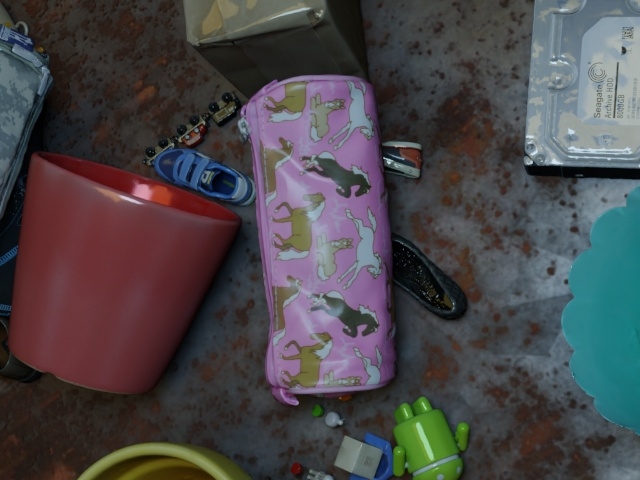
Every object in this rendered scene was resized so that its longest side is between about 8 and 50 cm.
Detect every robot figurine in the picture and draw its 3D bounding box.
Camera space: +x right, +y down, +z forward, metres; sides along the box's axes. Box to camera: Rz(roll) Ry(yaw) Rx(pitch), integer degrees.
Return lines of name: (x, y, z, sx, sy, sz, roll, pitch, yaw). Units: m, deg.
robot figurine: (0.129, 0.247, 1.296, 0.101, 0.067, 0.115, -16, 73, -20)

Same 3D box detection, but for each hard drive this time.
hard drive: (0.421, -0.191, 1.300, 0.338, 0.064, 0.237, 4, 81, 17)

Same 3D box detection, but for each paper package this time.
paper package: (-0.058, -0.356, 1.331, 0.168, 0.309, 0.325, -9, 79, 11)

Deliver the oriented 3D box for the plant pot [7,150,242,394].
plant pot: (-0.261, 0.044, 1.354, 0.274, 0.275, 0.243, 21, 95, 18)

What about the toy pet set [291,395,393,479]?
toy pet set: (0.038, 0.252, 1.338, 0.114, 0.065, 0.122, 12, 79, 52)

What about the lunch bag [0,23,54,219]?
lunch bag: (-0.488, -0.123, 1.332, 0.256, 0.212, 0.305, 14, 69, -4)

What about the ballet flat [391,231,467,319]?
ballet flat: (0.112, 0.036, 1.349, 0.173, 0.049, 0.057, 36, 91, 19)

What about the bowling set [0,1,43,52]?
bowling set: (-0.558, -0.234, 1.513, 0.287, 0.200, 0.154, -43, 73, 8)

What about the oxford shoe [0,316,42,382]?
oxford shoe: (-0.466, 0.096, 1.475, 0.227, 0.096, 0.083, 43, 95, 20)

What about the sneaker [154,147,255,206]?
sneaker: (-0.156, -0.088, 1.433, 0.144, 0.059, 0.053, 18, 93, 11)

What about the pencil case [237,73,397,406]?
pencil case: (0.000, 0.000, 1.297, 0.167, 0.160, 0.386, -6, 91, 18)

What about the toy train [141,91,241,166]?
toy train: (-0.174, -0.145, 1.475, 0.158, 0.027, 0.036, -34, 85, 6)

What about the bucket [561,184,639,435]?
bucket: (0.412, 0.085, 1.138, 0.281, 0.183, 0.281, -20, 62, 44)

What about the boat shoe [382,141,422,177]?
boat shoe: (0.063, -0.103, 1.392, 0.137, 0.049, 0.043, 3, 83, 11)

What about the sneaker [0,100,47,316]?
sneaker: (-0.419, -0.055, 1.490, 0.125, 0.139, 0.341, -25, 51, 53)

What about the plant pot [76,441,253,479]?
plant pot: (-0.152, 0.364, 1.263, 0.254, 0.239, 0.254, -3, 79, 15)
